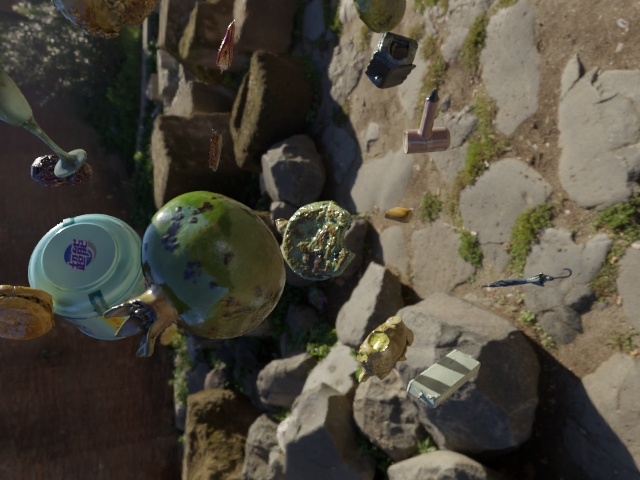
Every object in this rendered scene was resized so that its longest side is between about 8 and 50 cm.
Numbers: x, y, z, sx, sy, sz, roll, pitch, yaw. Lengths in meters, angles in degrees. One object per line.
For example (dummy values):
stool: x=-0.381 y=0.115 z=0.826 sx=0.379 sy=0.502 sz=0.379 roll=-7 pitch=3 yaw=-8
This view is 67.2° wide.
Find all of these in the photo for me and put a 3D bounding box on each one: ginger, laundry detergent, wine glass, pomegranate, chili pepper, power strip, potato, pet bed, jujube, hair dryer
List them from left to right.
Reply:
wine glass: x=-0.674 y=-0.357 z=1.197 sx=0.096 sy=0.264 sz=0.309 roll=14 pitch=152 yaw=30
jujube: x=-0.779 y=-0.207 z=1.458 sx=0.104 sy=0.166 sz=0.104 roll=-174 pitch=90 yaw=-70
laundry detergent: x=-0.601 y=0.098 z=1.313 sx=0.305 sy=0.287 sz=0.287 roll=101 pitch=157 yaw=-65
pomegranate: x=-0.231 y=0.053 z=0.904 sx=0.291 sy=0.323 sz=0.291 roll=16 pitch=113 yaw=43
chili pepper: x=-0.296 y=-0.614 z=1.526 sx=0.027 sy=0.045 sz=0.178 roll=-100 pitch=26 yaw=-49
ginger: x=-0.094 y=-0.023 z=1.911 sx=0.205 sy=0.081 sz=0.115 roll=48 pitch=145 yaw=6
potato: x=0.186 y=-0.770 z=1.523 sx=0.148 sy=0.197 sz=0.228 roll=22 pitch=153 yaw=38
ginger: x=0.173 y=0.311 z=1.353 sx=0.102 sy=0.216 sz=0.157 roll=33 pitch=163 yaw=39
pet bed: x=0.295 y=-0.746 z=2.030 sx=0.211 sy=0.183 sz=0.159 roll=151 pitch=134 yaw=-79
hair dryer: x=0.451 y=-0.482 z=1.950 sx=0.344 sy=0.189 sz=0.107 roll=86 pitch=179 yaw=-63
power strip: x=0.414 y=0.456 z=1.606 sx=0.106 sy=0.367 sz=0.043 roll=26 pitch=114 yaw=35

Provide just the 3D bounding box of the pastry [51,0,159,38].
pastry: x=-0.583 y=-0.697 z=1.375 sx=0.184 sy=0.316 sz=0.284 roll=62 pitch=179 yaw=-25

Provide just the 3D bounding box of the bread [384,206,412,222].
bread: x=0.312 y=-0.106 z=1.916 sx=0.103 sy=0.049 sz=0.062 roll=17 pitch=67 yaw=33

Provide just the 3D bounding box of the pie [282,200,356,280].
pie: x=-0.007 y=0.000 z=1.685 sx=0.302 sy=0.067 sz=0.302 roll=-4 pitch=82 yaw=31

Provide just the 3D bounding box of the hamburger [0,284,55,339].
hamburger: x=-0.682 y=0.166 z=1.091 sx=0.138 sy=0.147 sz=0.083 roll=123 pitch=151 yaw=-42

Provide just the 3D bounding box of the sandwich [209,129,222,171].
sandwich: x=-0.333 y=-0.291 z=1.529 sx=0.067 sy=0.029 sz=0.135 roll=-89 pitch=11 yaw=-58

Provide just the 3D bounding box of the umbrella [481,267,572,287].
umbrella: x=0.593 y=0.124 z=1.407 sx=0.269 sy=0.044 sz=0.044 roll=-19 pitch=57 yaw=42
